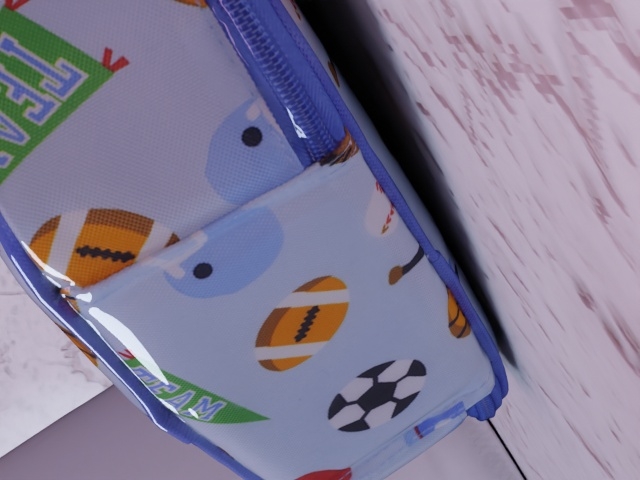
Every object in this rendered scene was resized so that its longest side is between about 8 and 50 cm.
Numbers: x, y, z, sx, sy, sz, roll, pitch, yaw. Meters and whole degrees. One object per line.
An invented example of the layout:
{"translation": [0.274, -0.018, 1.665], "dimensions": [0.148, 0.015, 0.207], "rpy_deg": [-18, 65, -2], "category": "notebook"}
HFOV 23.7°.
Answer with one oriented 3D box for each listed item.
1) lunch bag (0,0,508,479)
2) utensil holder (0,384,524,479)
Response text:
{"translation": [-0.052, -0.052, 0.523], "dimensions": [0.243, 0.115, 0.303], "rpy_deg": [60, 180, 36], "category": "lunch bag"}
{"translation": [-0.059, 0.225, 1.005], "dimensions": [0.327, 0.385, 0.327], "rpy_deg": [59, 178, 3], "category": "utensil holder"}
